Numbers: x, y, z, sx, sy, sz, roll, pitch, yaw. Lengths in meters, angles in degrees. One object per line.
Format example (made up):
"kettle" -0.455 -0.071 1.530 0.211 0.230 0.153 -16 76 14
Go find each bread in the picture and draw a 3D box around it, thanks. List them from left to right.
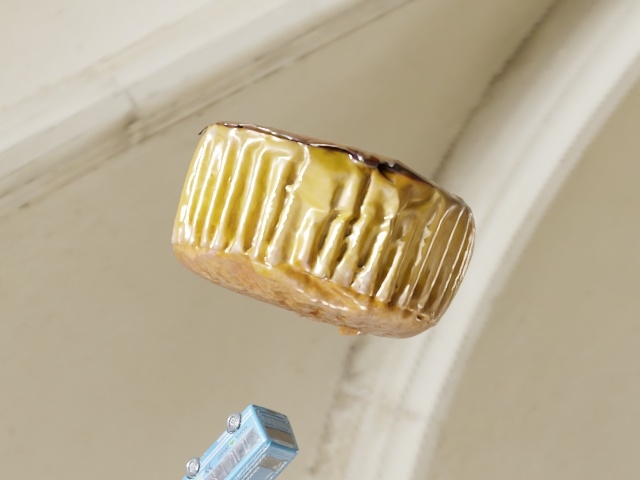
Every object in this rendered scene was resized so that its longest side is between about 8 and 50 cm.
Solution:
"bread" 0.001 0.000 1.171 0.199 0.199 0.104 20 -94 -32

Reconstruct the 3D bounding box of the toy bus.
"toy bus" -0.054 0.153 1.293 0.038 0.083 0.046 23 -152 -40
